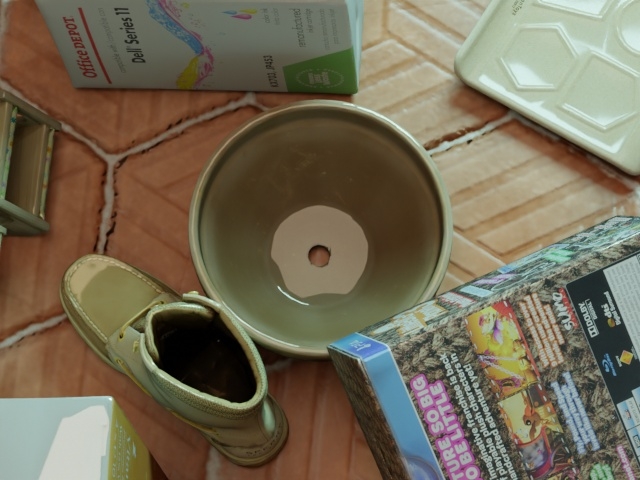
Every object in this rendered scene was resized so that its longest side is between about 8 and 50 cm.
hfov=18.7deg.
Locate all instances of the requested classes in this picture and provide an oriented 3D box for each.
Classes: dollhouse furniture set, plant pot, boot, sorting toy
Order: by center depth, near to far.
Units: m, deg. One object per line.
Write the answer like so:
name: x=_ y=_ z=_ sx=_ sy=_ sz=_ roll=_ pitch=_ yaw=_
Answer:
boot: x=-0.140 y=0.082 z=1.701 sx=0.095 sy=0.203 sz=0.262 roll=-44 pitch=74 yaw=-10
plant pot: x=0.000 y=0.000 z=1.763 sx=0.237 sy=0.110 sz=0.237 roll=0 pitch=75 yaw=0
dollhouse furniture set: x=-0.342 y=-0.032 z=1.834 sx=0.161 sy=0.101 sz=0.182 roll=-5 pitch=70 yaw=29
sorting toy: x=0.260 y=-0.185 z=1.851 sx=0.208 sy=0.038 sz=0.193 roll=31 pitch=77 yaw=9

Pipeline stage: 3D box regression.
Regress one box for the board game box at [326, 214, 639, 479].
board game box: x=0.190 y=0.140 z=1.638 sx=0.291 sy=0.141 sz=0.232 roll=-23 pitch=96 yaw=-9

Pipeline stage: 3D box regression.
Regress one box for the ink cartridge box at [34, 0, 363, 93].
ink cartridge box: x=-0.142 y=-0.229 z=1.803 sx=0.353 sy=0.207 sz=0.119 roll=2 pitch=70 yaw=5

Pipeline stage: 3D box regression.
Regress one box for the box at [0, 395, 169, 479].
box: x=-0.224 y=0.270 z=1.570 sx=0.168 sy=0.345 sz=0.215 roll=-1 pitch=72 yaw=4
